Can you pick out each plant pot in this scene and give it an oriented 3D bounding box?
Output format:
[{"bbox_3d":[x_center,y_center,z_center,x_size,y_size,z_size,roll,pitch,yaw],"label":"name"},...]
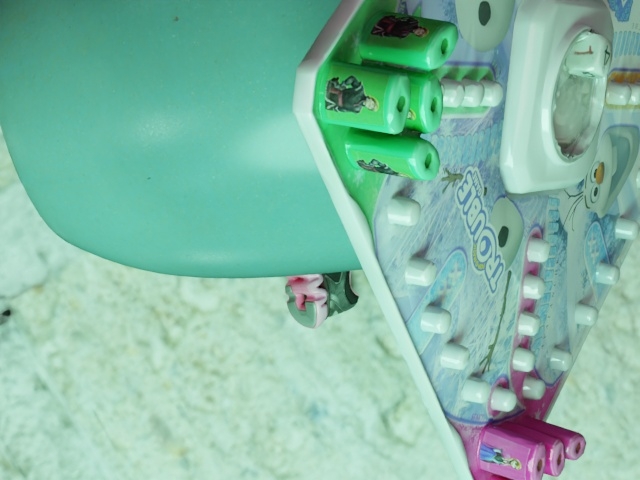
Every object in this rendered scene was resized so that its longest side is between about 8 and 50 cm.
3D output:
[{"bbox_3d":[-0.061,-0.108,0.901,0.235,0.293,0.293,-12,99,10],"label":"plant pot"}]

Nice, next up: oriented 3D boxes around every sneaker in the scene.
[{"bbox_3d":[0.000,0.000,1.043,0.057,0.047,0.119,-13,100,-31],"label":"sneaker"}]

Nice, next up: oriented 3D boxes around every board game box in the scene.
[{"bbox_3d":[0.151,-0.085,0.863,0.390,0.050,0.390,-58,144,-28],"label":"board game box"}]
